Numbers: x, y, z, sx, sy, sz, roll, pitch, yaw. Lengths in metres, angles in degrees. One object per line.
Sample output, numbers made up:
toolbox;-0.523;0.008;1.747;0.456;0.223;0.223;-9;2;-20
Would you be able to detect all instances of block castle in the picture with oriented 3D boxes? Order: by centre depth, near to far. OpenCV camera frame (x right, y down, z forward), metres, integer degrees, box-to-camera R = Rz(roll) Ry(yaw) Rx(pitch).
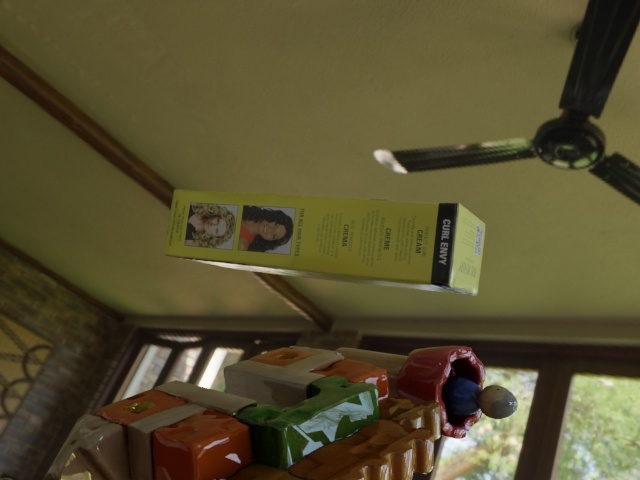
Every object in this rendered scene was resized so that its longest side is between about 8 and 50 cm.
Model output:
block castle;-0.014;0.263;0.511;0.212;0.303;0.453;-1;6;44

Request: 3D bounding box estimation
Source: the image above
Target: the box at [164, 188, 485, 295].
box;0.000;0.000;0.495;0.232;0.058;0.087;4;-6;27
